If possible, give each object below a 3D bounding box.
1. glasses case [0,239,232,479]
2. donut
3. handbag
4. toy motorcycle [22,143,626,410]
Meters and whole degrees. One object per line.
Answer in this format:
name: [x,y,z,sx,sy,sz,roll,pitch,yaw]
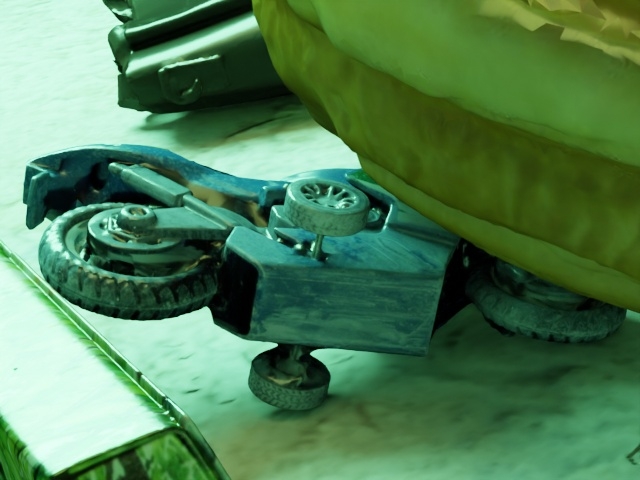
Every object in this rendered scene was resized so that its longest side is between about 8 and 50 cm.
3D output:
glasses case: [-0.104,0.062,0.651,0.062,0.095,0.272,-23,26,-19]
donut: [0.173,-0.110,0.719,0.449,0.198,0.449,10,26,-5]
handbag: [-0.022,-0.171,1.162,0.257,0.113,0.285,-17,30,-2]
toy motorcycle: [0.000,0.000,0.753,0.254,0.092,0.135,5,26,-10]
